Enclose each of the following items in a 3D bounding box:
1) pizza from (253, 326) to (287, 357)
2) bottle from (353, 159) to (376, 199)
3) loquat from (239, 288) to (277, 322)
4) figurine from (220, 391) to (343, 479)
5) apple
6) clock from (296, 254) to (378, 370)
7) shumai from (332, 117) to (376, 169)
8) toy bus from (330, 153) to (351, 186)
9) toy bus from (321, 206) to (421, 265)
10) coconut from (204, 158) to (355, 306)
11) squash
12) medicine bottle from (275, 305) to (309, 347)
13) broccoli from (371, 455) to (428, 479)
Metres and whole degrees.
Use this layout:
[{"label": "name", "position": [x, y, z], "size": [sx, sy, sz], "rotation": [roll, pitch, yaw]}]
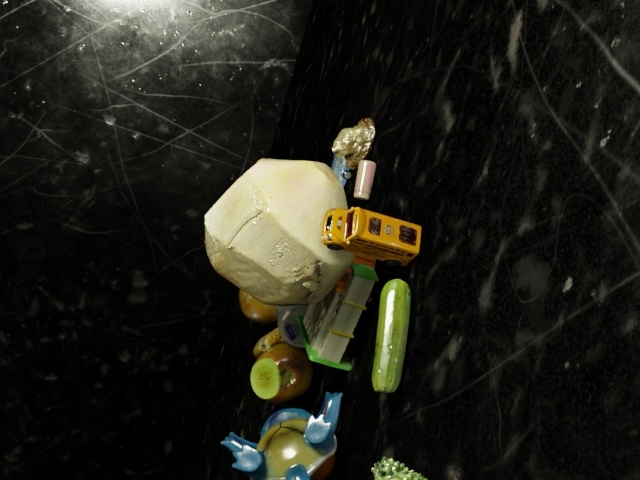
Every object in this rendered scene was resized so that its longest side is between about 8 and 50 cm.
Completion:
[{"label": "pizza", "position": [-0.099, 0.271, 2.368], "size": [0.197, 0.058, 0.292], "rotation": [-38, -8, 7]}, {"label": "bottle", "position": [0.112, -0.152, 2.104], "size": [0.045, 0.045, 0.096], "rotation": [170, 111, -75]}, {"label": "loquat", "position": [-0.177, 0.177, 2.657], "size": [0.227, 0.179, 0.179], "rotation": [136, 146, -67]}, {"label": "figurine", "position": [-0.050, 0.469, 1.843], "size": [0.298, 0.243, 0.416], "rotation": [-31, 22, -1]}, {"label": "apple", "position": [-0.099, 0.348, 2.199], "size": [0.147, 0.163, 0.146], "rotation": [-15, 93, 64]}, {"label": "clock", "position": [0.051, 0.138, 1.957], "size": [0.220, 0.106, 0.255], "rotation": [-115, 45, -67]}, {"label": "shumai", "position": [0.094, -0.268, 2.213], "size": [0.139, 0.105, 0.123], "rotation": [-43, 21, 17]}, {"label": "toy bus", "position": [0.062, -0.221, 2.334], "size": [0.051, 0.061, 0.153], "rotation": [-128, 51, -79]}, {"label": "toy bus", "position": [0.103, -0.014, 1.688], "size": [0.088, 0.194, 0.083], "rotation": [138, 143, -61]}, {"label": "coconut", "position": [-0.076, -0.025, 1.827], "size": [0.352, 0.353, 0.352], "rotation": [-166, 90, -76]}, {"label": "squash", "position": [0.139, 0.184, 1.626], "size": [0.066, 0.066, 0.229], "rotation": [139, 142, -67]}, {"label": "medicine bottle", "position": [-0.054, 0.183, 2.237], "size": [0.215, 0.135, 0.135], "rotation": [-107, 33, -65]}, {"label": "broccoli", "position": [0.087, 0.473, 1.235], "size": [0.260, 0.235, 0.288], "rotation": [-6, -76, -68]}]
